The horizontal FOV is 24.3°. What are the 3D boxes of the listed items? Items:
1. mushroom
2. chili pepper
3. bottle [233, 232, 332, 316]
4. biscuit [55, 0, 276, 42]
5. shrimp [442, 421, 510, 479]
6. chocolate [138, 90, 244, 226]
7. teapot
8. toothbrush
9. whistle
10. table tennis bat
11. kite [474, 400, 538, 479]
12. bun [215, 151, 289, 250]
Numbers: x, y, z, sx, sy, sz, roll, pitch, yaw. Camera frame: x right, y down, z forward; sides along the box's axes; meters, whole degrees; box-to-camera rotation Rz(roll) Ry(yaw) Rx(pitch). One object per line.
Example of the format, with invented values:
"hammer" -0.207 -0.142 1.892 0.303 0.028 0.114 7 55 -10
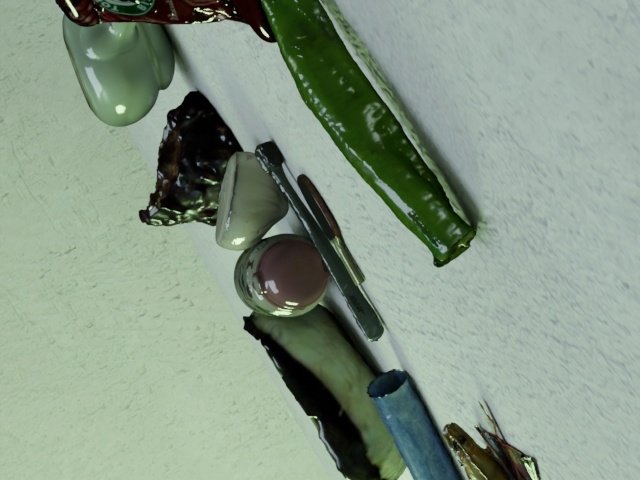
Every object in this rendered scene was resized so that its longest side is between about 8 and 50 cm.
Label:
"mushroom" 0.024 0.216 2.223 0.344 0.130 0.247 56 -173 27
"chili pepper" 0.019 -0.136 1.261 0.359 0.076 0.085 58 -164 6
"bottle" -0.051 0.048 2.058 0.120 0.120 0.253 59 171 -2
"biscuit" -0.162 -0.259 1.489 0.151 0.235 0.063 75 -161 -55
"shrimp" 0.184 0.248 1.683 0.162 0.045 0.095 51 -160 -25
"chocolate" -0.211 -0.098 2.281 0.206 0.177 0.224 58 170 4
"teapot" -0.292 -0.281 2.197 0.318 0.149 0.220 -154 42 -76
"toothbrush" 0.000 0.000 1.914 0.297 0.030 0.030 59 161 3
"whistle" 0.150 0.309 2.002 0.304 0.062 0.062 63 170 -23
"table tennis bat" 0.011 -0.013 1.860 0.156 0.013 0.087 60 170 0
"kite" 0.208 0.241 1.623 0.159 0.010 0.190 61 170 -9
"bun" -0.090 -0.050 2.033 0.138 0.094 0.138 -167 90 -78
